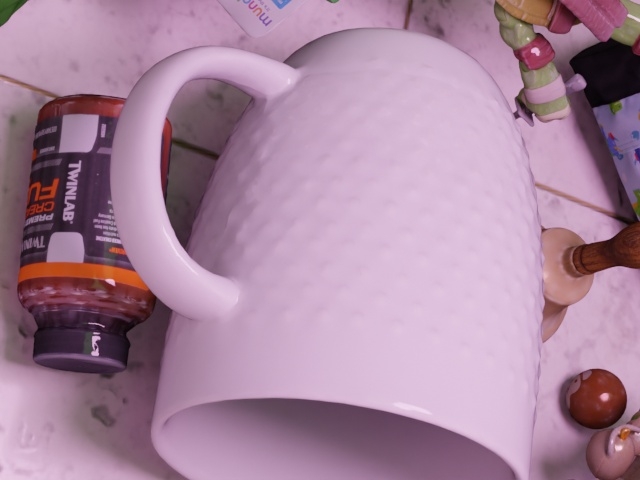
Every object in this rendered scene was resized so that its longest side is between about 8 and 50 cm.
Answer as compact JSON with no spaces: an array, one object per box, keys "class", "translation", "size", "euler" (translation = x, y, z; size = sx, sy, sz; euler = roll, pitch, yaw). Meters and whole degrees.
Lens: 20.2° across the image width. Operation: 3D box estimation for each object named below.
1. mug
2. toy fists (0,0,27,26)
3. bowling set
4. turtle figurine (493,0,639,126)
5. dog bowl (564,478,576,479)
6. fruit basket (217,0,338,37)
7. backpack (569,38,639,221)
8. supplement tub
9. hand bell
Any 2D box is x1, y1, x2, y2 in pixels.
[{"class":"mug","translation":[0.000,0.000,1.335],"size":[0.374,0.276,0.328],"euler":[29,58,-35]},{"class":"toy fists","translation":[-0.323,-0.185,1.281],"size":[0.279,0.142,0.096],"euler":[-18,74,-32]},{"class":"bowling set","translation":[0.258,0.214,1.531],"size":[0.200,0.287,0.154],"euler":[35,45,29]},{"class":"turtle figurine","translation":[0.209,-0.206,1.514],"size":[0.266,0.275,0.198],"euler":[5,53,-5]},{"class":"dog bowl","translation":[0.142,0.349,1.330],"size":[0.349,0.102,0.349],"euler":[-31,139,-31]},{"class":"fruit basket","translation":[-0.031,-0.364,1.389],"size":[0.327,0.165,0.353],"euler":[-41,62,-4]},{"class":"backpack","translation":[0.421,-0.039,1.631],"size":[0.290,0.273,0.356],"euler":[-17,99,-37]},{"class":"supplement tub","translation":[-0.170,-0.003,1.347],"size":[0.106,0.106,0.198],"euler":[12,73,-27]},{"class":"hand bell","translation":[0.226,0.015,1.490],"size":[0.126,0.242,0.126],"euler":[6,77,-28]}]
